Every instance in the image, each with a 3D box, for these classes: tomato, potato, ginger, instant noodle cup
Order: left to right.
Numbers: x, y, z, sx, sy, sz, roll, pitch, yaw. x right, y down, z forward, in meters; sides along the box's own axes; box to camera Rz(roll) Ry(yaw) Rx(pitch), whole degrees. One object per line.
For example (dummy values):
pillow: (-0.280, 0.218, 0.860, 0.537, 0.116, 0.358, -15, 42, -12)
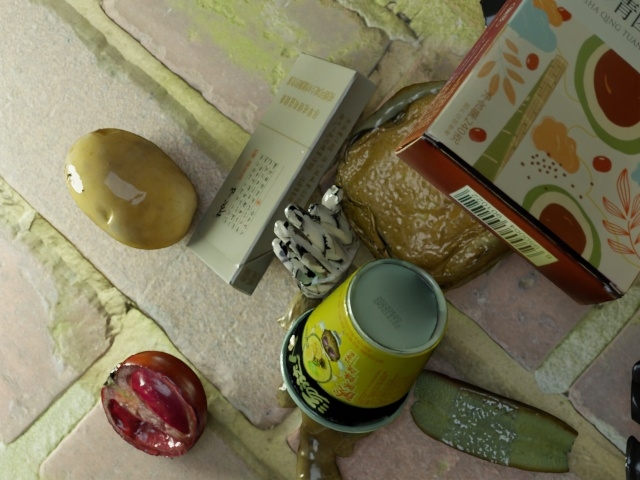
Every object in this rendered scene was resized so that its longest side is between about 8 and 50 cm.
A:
potato: (-0.306, -0.080, 1.964, 0.234, 0.146, 0.150, 38, 121, 14)
tomato: (-0.246, 0.245, 1.928, 0.173, 0.099, 0.189, 42, 134, 1)
ginger: (0.001, 0.231, 1.877, 0.148, 0.081, 0.333, -20, 77, 27)
instant noodle cup: (0.074, 0.141, 1.751, 0.216, 0.236, 0.215, 8, 61, -15)

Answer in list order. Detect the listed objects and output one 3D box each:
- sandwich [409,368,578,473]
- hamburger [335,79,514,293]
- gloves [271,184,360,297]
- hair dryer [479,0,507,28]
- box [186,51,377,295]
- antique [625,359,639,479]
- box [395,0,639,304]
sandwich: (0.245, 0.268, 1.803, 0.258, 0.096, 0.094, 17, 93, 18)
hamburger: (0.176, -0.084, 1.825, 0.319, 0.158, 0.318, -1, 84, 13)
gloves: (0.004, 0.008, 1.787, 0.127, 0.212, 0.111, -35, 75, -12)
hair dryer: (0.360, -0.274, 1.847, 0.197, 0.089, 0.251, -14, 87, 12)
box: (-0.066, -0.109, 1.882, 0.365, 0.051, 0.204, -58, 30, 1)
antique: (0.547, 0.310, 1.669, 0.255, 0.185, 0.322, -3, 97, 21)
box: (0.354, -0.166, 1.694, 0.344, 0.122, 0.385, 39, 74, -7)
